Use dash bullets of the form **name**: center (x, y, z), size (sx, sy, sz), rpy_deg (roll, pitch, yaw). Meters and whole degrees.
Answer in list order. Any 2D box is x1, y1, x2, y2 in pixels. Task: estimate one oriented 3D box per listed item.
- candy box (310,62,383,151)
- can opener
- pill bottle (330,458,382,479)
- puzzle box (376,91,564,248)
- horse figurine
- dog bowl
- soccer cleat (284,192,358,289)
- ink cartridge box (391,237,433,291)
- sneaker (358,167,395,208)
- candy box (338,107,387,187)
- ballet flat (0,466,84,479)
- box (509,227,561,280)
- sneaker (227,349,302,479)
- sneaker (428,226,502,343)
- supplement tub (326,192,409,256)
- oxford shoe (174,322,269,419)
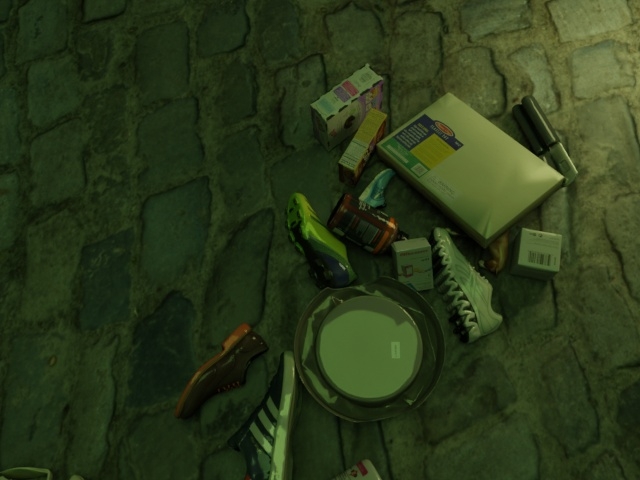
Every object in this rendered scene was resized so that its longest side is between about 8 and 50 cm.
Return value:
- **candy box**: center (0.072, -0.354, 1.701), size (0.196, 0.165, 0.070), rpy_deg (-38, 72, -11)
- **can opener**: center (0.588, -0.261, 1.679), size (0.093, 0.074, 0.280), rpy_deg (0, 61, -36)
- **pill bottle**: center (0.022, 0.608, 1.349), size (0.283, 0.160, 0.160), rpy_deg (-29, 71, -8)
- **puzzle box**: center (0.376, -0.195, 1.639), size (0.272, 0.052, 0.409), rpy_deg (-36, 60, -13)
- **horse figurine**: center (0.444, -0.060, 1.627), size (0.174, 0.066, 0.263), rpy_deg (30, 77, 21)
- **dog bowl**: center (0.115, 0.260, 1.505), size (0.348, 0.102, 0.349), rpy_deg (-1, 70, 2)
- **soccer cleat**: center (0.000, 0.001, 1.629), size (0.121, 0.093, 0.289), rpy_deg (-10, 61, -33)
- **ink cartridge box**: center (0.227, 0.062, 1.561), size (0.088, 0.052, 0.122), rpy_deg (-10, 114, -3)
- **sneaker**: center (0.150, -0.119, 1.675), size (0.073, 0.063, 0.162), rpy_deg (37, 82, 1)
- **candy box**: center (0.113, -0.246, 1.689), size (0.053, 0.109, 0.187), rpy_deg (28, 74, 13)
- **ballet flat**: center (-0.609, 0.578, 1.414), size (0.408, 0.147, 0.147), rpy_deg (8, 70, 6)
- **box**: center (0.534, 0.036, 1.574), size (0.101, 0.087, 0.102), rpy_deg (11, 70, 7)
- **sneaker**: center (-0.132, 0.419, 1.447), size (0.148, 0.131, 0.350), rpy_deg (3, 65, 11)
- **sneaker**: center (0.348, 0.101, 1.559), size (0.118, 0.110, 0.292), rpy_deg (-17, 78, -11)
- **supplement tub**: center (0.122, -0.031, 1.598), size (0.198, 0.106, 0.106), rpy_deg (30, 73, -5)
- **oxford shoe**: center (-0.234, 0.326, 1.504), size (0.098, 0.097, 0.271), rpy_deg (38, 76, 9)
